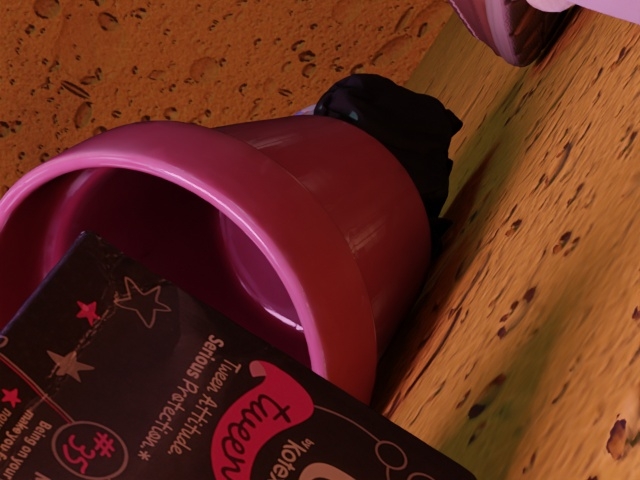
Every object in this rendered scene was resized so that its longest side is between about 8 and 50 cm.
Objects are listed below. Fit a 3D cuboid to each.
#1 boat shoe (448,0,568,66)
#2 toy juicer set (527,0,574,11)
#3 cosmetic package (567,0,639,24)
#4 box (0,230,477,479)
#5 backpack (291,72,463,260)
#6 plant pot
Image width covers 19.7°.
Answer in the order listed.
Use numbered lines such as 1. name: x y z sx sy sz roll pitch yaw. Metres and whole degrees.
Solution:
1. boat shoe: 0.085 -0.221 1.064 0.123 0.116 0.324 -53 -28 -18
2. toy juicer set: 0.173 -0.195 0.783 0.329 0.089 0.209 135 150 -62
3. cosmetic package: 0.115 -0.189 0.644 0.231 0.085 0.117 -91 23 -44
4. box: -0.081 0.148 0.474 0.163 0.142 0.247 -56 1 38
5. backpack: 0.000 0.000 1.091 0.182 0.115 0.152 -58 4 29
6. plant pot: -0.040 0.022 0.924 0.180 0.201 0.201 -35 -16 -53
